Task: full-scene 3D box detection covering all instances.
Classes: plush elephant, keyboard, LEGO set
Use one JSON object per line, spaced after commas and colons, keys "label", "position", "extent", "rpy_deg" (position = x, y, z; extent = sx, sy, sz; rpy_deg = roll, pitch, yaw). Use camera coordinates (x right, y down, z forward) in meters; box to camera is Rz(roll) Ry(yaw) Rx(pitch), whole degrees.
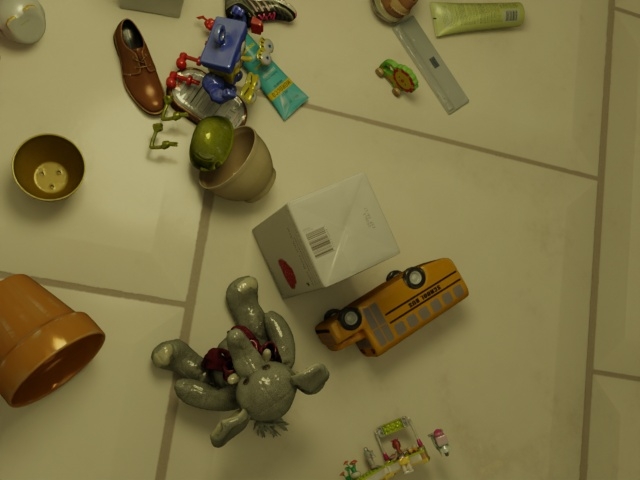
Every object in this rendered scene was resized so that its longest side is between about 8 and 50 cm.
{"label": "plush elephant", "position": [-0.140, 0.258, 1.425], "extent": [0.272, 0.255, 0.330], "rpy_deg": [-33, 92, -20]}
{"label": "keyboard", "position": [0.274, -0.435, 1.801], "extent": [0.072, 0.014, 0.256], "rpy_deg": [-35, 93, -25]}
{"label": "LEGO set", "position": [0.128, 0.459, 1.556], "extent": [0.287, 0.132, 0.107], "rpy_deg": [-20, 79, -14]}

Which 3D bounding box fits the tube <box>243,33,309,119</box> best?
{"label": "tube", "position": [-0.121, -0.376, 1.647], "extent": [0.080, 0.052, 0.207], "rpy_deg": [-43, 100, -8]}

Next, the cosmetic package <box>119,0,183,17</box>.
{"label": "cosmetic package", "position": [-0.336, -0.625, 1.520], "extent": [0.138, 0.224, 0.224], "rpy_deg": [5, 80, -17]}

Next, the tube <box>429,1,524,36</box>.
{"label": "tube", "position": [0.394, -0.566, 1.840], "extent": [0.240, 0.062, 0.070], "rpy_deg": [-8, 40, -14]}

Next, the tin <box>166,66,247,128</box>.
{"label": "tin", "position": [-0.247, -0.303, 1.598], "extent": [0.190, 0.040, 0.106], "rpy_deg": [33, 69, -10]}

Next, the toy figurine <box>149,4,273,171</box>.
{"label": "toy figurine", "position": [-0.225, -0.348, 1.460], "extent": [0.191, 0.217, 0.362], "rpy_deg": [19, 74, 1]}

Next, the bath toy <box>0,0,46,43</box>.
{"label": "bath toy", "position": [-0.714, -0.396, 1.420], "extent": [0.348, 0.151, 0.129], "rpy_deg": [-36, 58, -20]}

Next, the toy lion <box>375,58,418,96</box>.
{"label": "toy lion", "position": [0.185, -0.388, 1.719], "extent": [0.034, 0.096, 0.100], "rpy_deg": [-44, 95, -19]}

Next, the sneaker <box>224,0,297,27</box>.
{"label": "sneaker", "position": [-0.140, -0.514, 1.653], "extent": [0.171, 0.063, 0.074], "rpy_deg": [11, 78, -11]}

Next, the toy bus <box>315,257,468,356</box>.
{"label": "toy bus", "position": [0.158, 0.152, 1.618], "extent": [0.333, 0.108, 0.130], "rpy_deg": [-30, 93, -20]}

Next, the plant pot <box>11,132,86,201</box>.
{"label": "plant pot", "position": [-0.536, -0.134, 1.445], "extent": [0.134, 0.095, 0.134], "rpy_deg": [3, 80, -18]}

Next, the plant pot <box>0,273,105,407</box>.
{"label": "plant pot", "position": [-0.541, 0.171, 1.353], "extent": [0.205, 0.205, 0.188], "rpy_deg": [-39, 79, -19]}

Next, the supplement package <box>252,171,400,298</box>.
{"label": "supplement package", "position": [0.000, 0.000, 1.491], "extent": [0.175, 0.293, 0.177], "rpy_deg": [-24, 89, -20]}

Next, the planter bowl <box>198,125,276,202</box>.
{"label": "planter bowl", "position": [-0.164, -0.147, 1.549], "extent": [0.109, 0.162, 0.162], "rpy_deg": [41, 69, -37]}

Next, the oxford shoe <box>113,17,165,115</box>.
{"label": "oxford shoe", "position": [-0.385, -0.368, 1.544], "extent": [0.076, 0.076, 0.212], "rpy_deg": [-24, 91, -22]}

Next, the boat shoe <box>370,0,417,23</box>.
{"label": "boat shoe", "position": [0.183, -0.690, 1.743], "extent": [0.123, 0.116, 0.324], "rpy_deg": [-6, 86, -37]}
